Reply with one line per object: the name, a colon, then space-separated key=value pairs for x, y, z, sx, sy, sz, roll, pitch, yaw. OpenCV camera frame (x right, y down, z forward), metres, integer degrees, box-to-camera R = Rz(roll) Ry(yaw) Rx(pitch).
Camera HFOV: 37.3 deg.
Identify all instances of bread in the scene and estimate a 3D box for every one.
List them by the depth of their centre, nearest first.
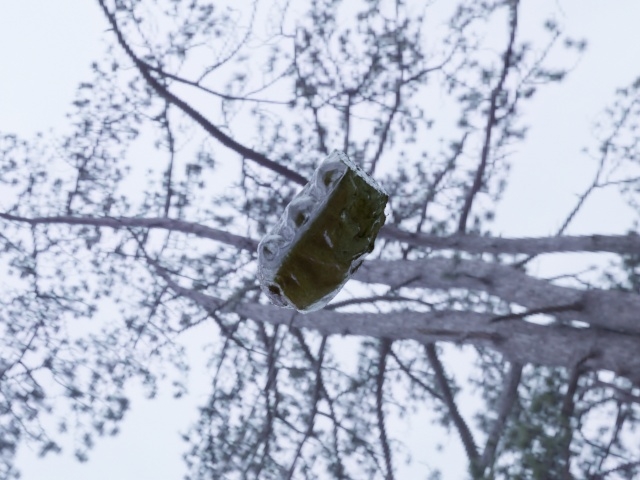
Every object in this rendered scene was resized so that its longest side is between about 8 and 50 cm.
bread: x=0.000 y=0.000 z=0.637 sx=0.110 sy=0.066 sz=0.060 roll=-53 pitch=-17 yaw=11
